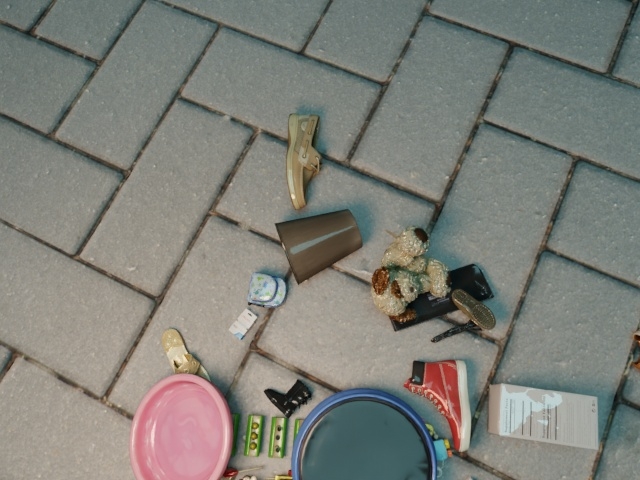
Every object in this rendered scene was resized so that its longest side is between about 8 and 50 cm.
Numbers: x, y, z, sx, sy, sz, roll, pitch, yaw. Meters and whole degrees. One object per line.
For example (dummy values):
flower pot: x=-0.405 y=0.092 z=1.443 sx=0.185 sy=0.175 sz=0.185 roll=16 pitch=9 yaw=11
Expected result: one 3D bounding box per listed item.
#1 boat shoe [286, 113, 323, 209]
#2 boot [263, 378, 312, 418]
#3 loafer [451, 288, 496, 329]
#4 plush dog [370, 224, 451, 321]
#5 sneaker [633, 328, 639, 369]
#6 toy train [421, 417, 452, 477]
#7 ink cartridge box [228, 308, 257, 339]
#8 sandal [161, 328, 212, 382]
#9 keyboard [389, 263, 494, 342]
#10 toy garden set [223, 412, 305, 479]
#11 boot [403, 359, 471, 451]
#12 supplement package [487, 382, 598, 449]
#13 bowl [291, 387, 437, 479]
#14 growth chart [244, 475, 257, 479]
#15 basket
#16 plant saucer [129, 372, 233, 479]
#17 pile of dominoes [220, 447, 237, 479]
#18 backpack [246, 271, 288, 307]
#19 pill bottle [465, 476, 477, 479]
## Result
boat shoe: x=-0.049 y=-0.264 z=1.608 sx=0.110 sy=0.121 sz=0.341 roll=-1 pitch=72 yaw=4
boot: x=-0.092 y=0.443 z=1.439 sx=0.121 sy=0.045 sz=0.099 roll=33 pitch=64 yaw=33
loafer: x=0.442 y=0.199 z=1.436 sx=0.056 sy=0.050 sz=0.148 roll=-40 pitch=67 yaw=-8
plush dog: x=0.223 y=0.108 z=1.430 sx=0.210 sy=0.262 sz=0.225 roll=2 pitch=48 yaw=46
sneaker: x=0.963 y=0.242 z=1.392 sx=0.123 sy=0.106 sz=0.290 roll=23 pitch=78 yaw=8
toy train: x=0.279 y=0.566 z=1.379 sx=0.166 sy=0.046 sz=0.125 roll=35 pitch=85 yaw=13
ink cartridge box: x=-0.233 y=0.254 z=1.514 sx=0.048 sy=0.028 sz=0.083 roll=36 pitch=79 yaw=13
sandal: x=-0.408 y=0.365 z=1.467 sx=0.088 sy=0.079 sz=0.240 roll=-34 pitch=74 yaw=-6
keyboard: x=0.364 y=0.204 z=1.487 sx=0.317 sy=0.033 sz=0.201 roll=-19 pitch=67 yaw=-1
toy garden set: x=-0.156 y=0.592 z=1.370 sx=0.244 sy=0.049 sz=0.204 roll=7 pitch=73 yaw=-7
boot: x=0.323 y=0.458 z=1.387 sx=0.176 sy=0.088 sz=0.244 roll=-2 pitch=65 yaw=4
supplement package: x=0.588 y=0.469 z=1.335 sx=0.244 sy=0.139 sz=0.134 roll=6 pitch=73 yaw=7
bowl: x=0.115 y=0.593 z=1.311 sx=0.391 sy=0.077 sz=0.391 roll=0 pitch=76 yaw=2
growth chart: x=-0.167 y=0.749 z=1.332 sx=0.172 sy=0.021 sz=0.237 roll=-43 pitch=91 yaw=2
basket: x=0.000 y=0.000 z=1.515 sx=0.227 sy=0.154 sz=0.204 roll=-21 pitch=75 yaw=-6
plant saucer: x=-0.370 y=0.536 z=1.361 sx=0.332 sy=0.084 sz=0.332 roll=-8 pitch=70 yaw=23
pile of dominoes: x=-0.363 y=0.640 z=1.416 sx=0.251 sy=0.040 sz=0.196 roll=19 pitch=76 yaw=18
backpack: x=-0.160 y=0.153 z=1.511 sx=0.114 sy=0.084 sz=0.105 roll=10 pitch=77 yaw=4
pill bottle: x=0.425 y=0.676 z=1.334 sx=0.083 sy=0.043 sz=0.043 roll=42 pitch=80 yaw=14
